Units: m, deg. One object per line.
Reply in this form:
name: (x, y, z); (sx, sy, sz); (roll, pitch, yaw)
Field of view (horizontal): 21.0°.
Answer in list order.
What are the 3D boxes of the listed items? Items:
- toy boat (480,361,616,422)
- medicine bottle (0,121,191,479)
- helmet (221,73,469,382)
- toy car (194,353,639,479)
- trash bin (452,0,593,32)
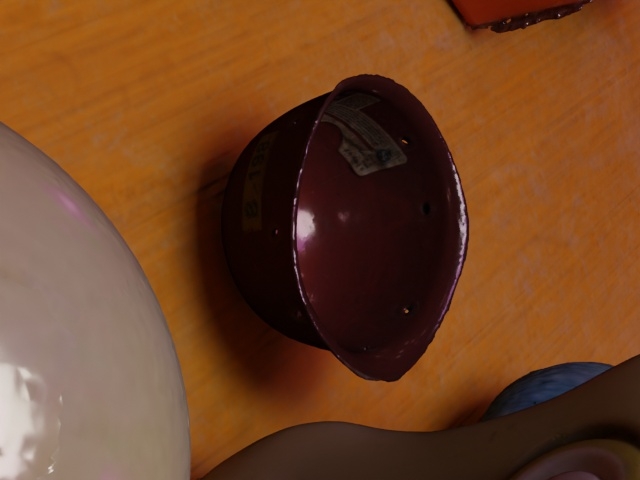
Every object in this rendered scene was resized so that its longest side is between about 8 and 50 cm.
toy boat: (0.177, 0.196, 1.185); (0.330, 0.123, 0.215); (31, 59, -60)
medicine bottle: (-0.190, 0.043, 0.477); (0.406, 0.236, 0.235); (29, 51, -24)
helmet: (0.000, 0.000, 0.986); (0.155, 0.106, 0.175); (20, 66, -48)
toy car: (0.105, 0.170, 0.860); (0.242, 0.336, 0.226); (55, 36, -25)
trash bin: (0.130, -0.285, 1.242); (0.238, 0.184, 0.161); (55, 37, -35)
